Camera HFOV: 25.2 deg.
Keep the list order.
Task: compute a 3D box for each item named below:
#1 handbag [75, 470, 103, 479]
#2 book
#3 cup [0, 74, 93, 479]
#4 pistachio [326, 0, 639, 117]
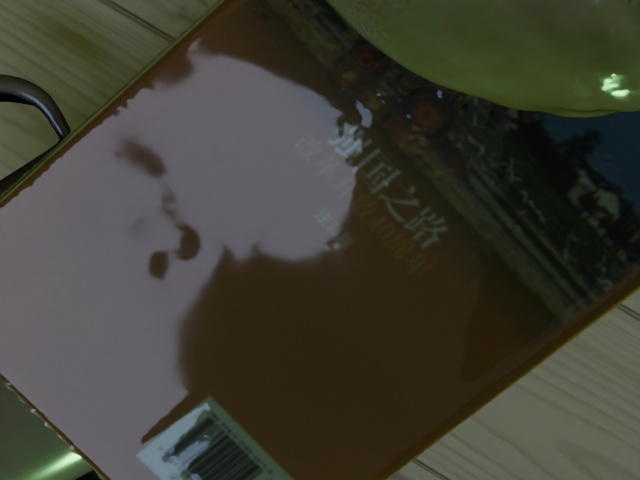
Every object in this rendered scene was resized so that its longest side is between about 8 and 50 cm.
[{"bbox_3d":[-0.117,0.195,1.056,0.175,0.270,0.088,42,179,-12],"label":"handbag"},{"bbox_3d":[0.000,0.000,0.766,0.374,0.028,0.262,-39,102,14],"label":"book"},{"bbox_3d":[-0.187,0.028,0.897,0.253,0.200,0.191,61,171,-12],"label":"cup"},{"bbox_3d":[0.076,-0.169,0.603,0.288,0.166,0.197,40,103,-7],"label":"pistachio"}]
